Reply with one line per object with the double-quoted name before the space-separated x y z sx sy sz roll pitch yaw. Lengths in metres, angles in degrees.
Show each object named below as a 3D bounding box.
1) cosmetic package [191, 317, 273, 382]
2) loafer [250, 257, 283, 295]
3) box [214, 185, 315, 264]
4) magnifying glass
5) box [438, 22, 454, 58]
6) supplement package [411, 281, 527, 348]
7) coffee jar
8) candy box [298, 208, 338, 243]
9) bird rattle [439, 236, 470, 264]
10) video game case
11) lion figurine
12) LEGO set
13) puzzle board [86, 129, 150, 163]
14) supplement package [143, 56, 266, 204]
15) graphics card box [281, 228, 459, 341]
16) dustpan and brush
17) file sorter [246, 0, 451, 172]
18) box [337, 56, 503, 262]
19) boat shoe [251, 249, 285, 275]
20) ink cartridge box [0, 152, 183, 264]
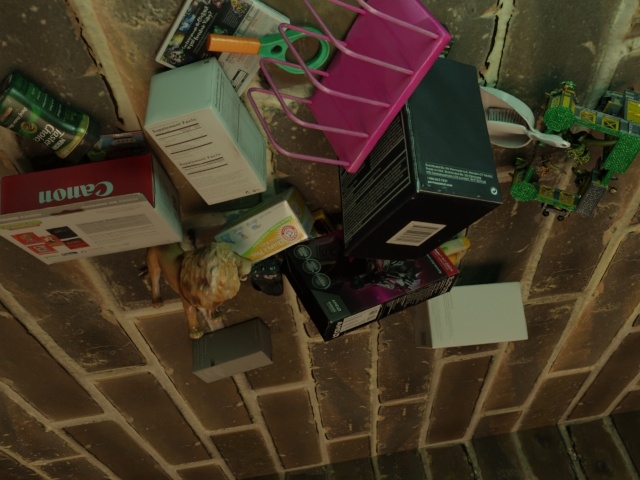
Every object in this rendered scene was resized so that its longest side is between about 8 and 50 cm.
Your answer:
"cosmetic package" -0.276 0.347 1.779 0.237 0.127 0.107 -22 141 11
"loafer" -0.133 0.094 1.399 0.078 0.076 0.223 -9 164 -3
"box" -0.129 -0.028 1.336 0.203 0.114 0.103 -26 107 17
"magnifying glass" -0.089 -0.345 1.015 0.230 0.026 0.092 -3 146 -28
"box" 0.206 -0.361 1.070 0.052 0.062 0.083 5 140 -17
"supplement package" 0.442 0.227 1.712 0.292 0.175 0.177 -4 171 -8
"coffee jar" -0.513 -0.223 1.060 0.096 0.079 0.184 -37 135 24
"candy box" 0.000 0.000 1.495 0.105 0.027 0.206 -20 140 16
"bird rattle" 0.317 0.070 1.584 0.206 0.143 0.254 -17 147 -18
"video game case" -0.177 -0.361 1.016 0.173 0.022 0.190 19 134 -32
"lion figurine" -0.328 0.068 1.332 0.142 0.392 0.240 -32 133 -43
"LEGO set" 0.581 -0.224 1.282 0.254 0.192 0.331 14 141 16
"puzzle board" -0.425 -0.183 1.185 0.128 0.011 0.096 -8 141 -4
"supplement package" -0.211 -0.203 1.090 0.133 0.139 0.244 -13 145 13
"graphics card box" 0.119 0.071 1.362 0.370 0.233 0.094 -18 146 -23
"dustpan and brush" 0.418 -0.236 1.178 0.211 0.060 0.147 19 153 30
"file sorter" 0.025 -0.296 0.951 0.182 0.202 0.291 3 137 -38
"box" 0.170 -0.148 1.088 0.182 0.294 0.296 5 156 -22
"boat shoe" -0.150 0.044 1.480 0.227 0.069 0.081 10 137 -24
"ink cartridge box" -0.470 -0.072 1.155 0.309 0.130 0.272 -9 161 -2
